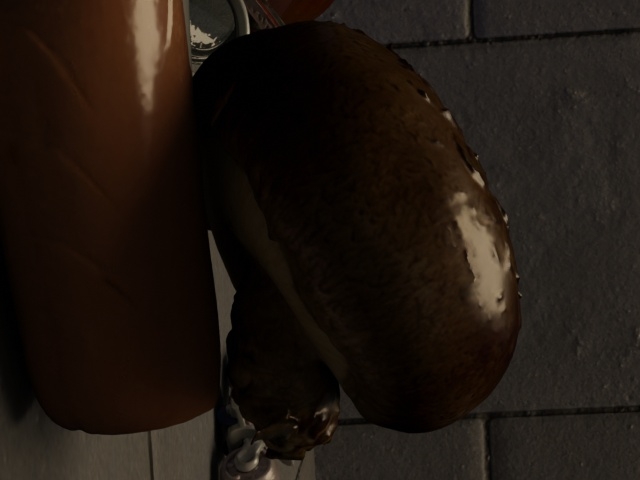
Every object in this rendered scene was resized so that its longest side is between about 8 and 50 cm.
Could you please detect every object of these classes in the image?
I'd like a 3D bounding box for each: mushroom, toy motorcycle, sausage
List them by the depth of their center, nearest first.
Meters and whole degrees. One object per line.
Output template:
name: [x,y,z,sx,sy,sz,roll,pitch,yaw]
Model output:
sausage: [-0.126,-0.037,0.639,0.121,0.121,0.304,-85,171,-68]
mushroom: [0.013,0.002,0.697,0.297,0.163,0.278,-137,-141,-59]
toy motorcycle: [-0.074,0.230,1.429,0.254,0.112,0.112,-91,176,-54]

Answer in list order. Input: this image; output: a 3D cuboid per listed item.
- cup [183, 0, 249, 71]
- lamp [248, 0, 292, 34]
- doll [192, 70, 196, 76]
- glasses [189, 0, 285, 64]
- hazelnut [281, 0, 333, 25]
cup: [-0.126,-0.148,0.776,0.136,0.099,0.133,3,81,-54]
lamp: [-0.111,-0.303,1.158,0.223,0.151,0.215,26,-56,42]
doll: [-0.141,-0.132,1.035,0.084,0.073,0.127,53,5,-9]
glasses: [-0.043,-0.177,0.932,0.118,0.268,0.234,-52,153,-4]
hazelnut: [-0.063,-0.343,1.445,0.210,0.186,0.210,-1,90,-87]
